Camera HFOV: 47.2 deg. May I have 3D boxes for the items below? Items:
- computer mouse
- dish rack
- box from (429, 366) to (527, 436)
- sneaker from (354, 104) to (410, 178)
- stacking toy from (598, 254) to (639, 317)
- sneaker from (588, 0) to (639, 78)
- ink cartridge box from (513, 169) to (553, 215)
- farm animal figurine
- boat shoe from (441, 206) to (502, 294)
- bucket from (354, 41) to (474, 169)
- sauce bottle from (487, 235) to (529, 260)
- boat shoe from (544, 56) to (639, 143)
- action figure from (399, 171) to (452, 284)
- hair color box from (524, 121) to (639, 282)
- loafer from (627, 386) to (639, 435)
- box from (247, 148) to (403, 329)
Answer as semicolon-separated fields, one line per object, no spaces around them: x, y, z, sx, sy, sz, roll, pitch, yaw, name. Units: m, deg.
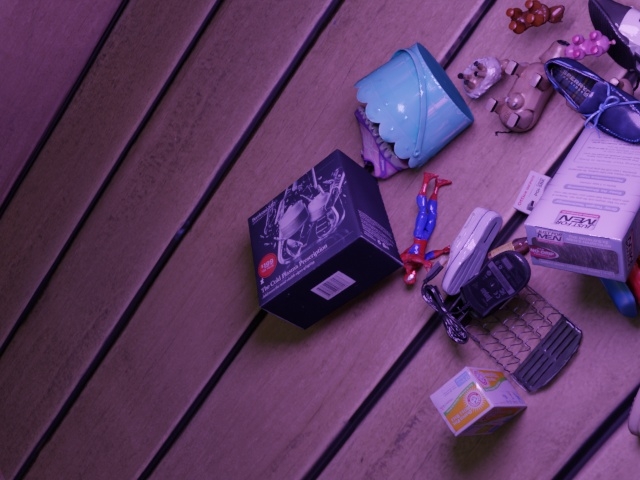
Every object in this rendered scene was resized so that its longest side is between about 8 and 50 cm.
0.351;0.092;1.659;0.184;0.060;0.262;52;121;23;computer mouse
0.437;0.196;1.656;0.271;0.074;0.208;45;108;33;dish rack
0.348;0.353;1.604;0.114;0.203;0.103;-45;58;20;box
0.143;-0.258;1.959;0.104;0.095;0.236;-44;59;29;sneaker
0.704;0.012;1.469;0.302;0.175;0.165;-30;63;15;stacking toy
0.716;-0.437;1.578;0.146;0.122;0.330;-34;60;5;sneaker
0.523;-0.089;1.664;0.135;0.056;0.099;29;98;36;ink cartridge box
0.523;-0.365;1.669;0.327;0.172;0.330;-47;64;33;farm animal figurine
0.352;0.024;1.762;0.226;0.083;0.076;-55;42;-1;boat shoe
0.235;-0.337;1.805;0.183;0.281;0.281;-36;61;21;bucket
0.453;0.019;1.703;0.128;0.042;0.042;-29;65;26;sauce bottle
0.549;-0.277;1.480;0.258;0.089;0.109;41;121;29;boat shoe
0.278;-0.018;1.801;0.139;0.091;0.280;18;91;48;action figure
0.575;-0.096;1.466;0.185;0.113;0.374;12;48;37;hair color box
0.691;0.270;1.446;0.092;0.102;0.268;19;101;36;loafer
0.000;0.000;1.899;0.343;0.179;0.312;-36;43;24;box
